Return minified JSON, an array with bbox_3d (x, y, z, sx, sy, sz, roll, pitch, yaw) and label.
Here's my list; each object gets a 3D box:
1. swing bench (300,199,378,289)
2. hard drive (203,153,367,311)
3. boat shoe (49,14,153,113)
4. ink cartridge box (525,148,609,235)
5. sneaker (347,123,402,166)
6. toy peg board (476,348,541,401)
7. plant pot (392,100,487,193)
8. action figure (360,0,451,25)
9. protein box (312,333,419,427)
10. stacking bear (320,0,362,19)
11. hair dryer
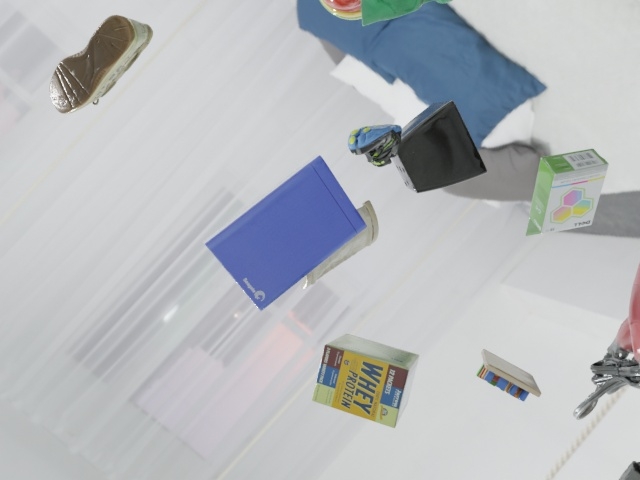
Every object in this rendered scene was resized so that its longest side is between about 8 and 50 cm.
[{"bbox_3d":[0.000,0.000,1.543,0.254,0.253,0.165,21,137,56],"label":"swing bench"},{"bbox_3d":[-0.073,-0.015,1.249,0.210,0.318,0.040,54,173,-25],"label":"hard drive"},{"bbox_3d":[-0.467,-0.362,1.171,0.105,0.285,0.089,62,-152,-1],"label":"boat shoe"},{"bbox_3d":[0.491,-0.075,1.111,0.062,0.109,0.209,-104,5,-48],"label":"ink cartridge box"},{"bbox_3d":[0.108,-0.172,1.008,0.067,0.078,0.188,1,-168,26],"label":"sneaker"},{"bbox_3d":[0.526,0.402,1.576,0.161,0.079,0.160,28,-170,8],"label":"toy peg board"},{"bbox_3d":[0.268,-0.214,1.349,0.188,0.167,0.187,59,-176,-12],"label":"plant pot"},{"bbox_3d":[0.089,-0.357,0.581,0.232,0.137,0.063,71,173,-54],"label":"action figure"},{"bbox_3d":[0.113,0.325,1.313,0.199,0.136,0.201,14,-178,16],"label":"protein box"},{"bbox_3d":[0.055,-0.492,1.015,0.289,0.175,0.164,-70,-40,-63],"label":"stacking bear"},{"bbox_3d":[0.268,0.061,0.454,0.080,0.294,0.223,20,-161,9],"label":"hair dryer"}]
